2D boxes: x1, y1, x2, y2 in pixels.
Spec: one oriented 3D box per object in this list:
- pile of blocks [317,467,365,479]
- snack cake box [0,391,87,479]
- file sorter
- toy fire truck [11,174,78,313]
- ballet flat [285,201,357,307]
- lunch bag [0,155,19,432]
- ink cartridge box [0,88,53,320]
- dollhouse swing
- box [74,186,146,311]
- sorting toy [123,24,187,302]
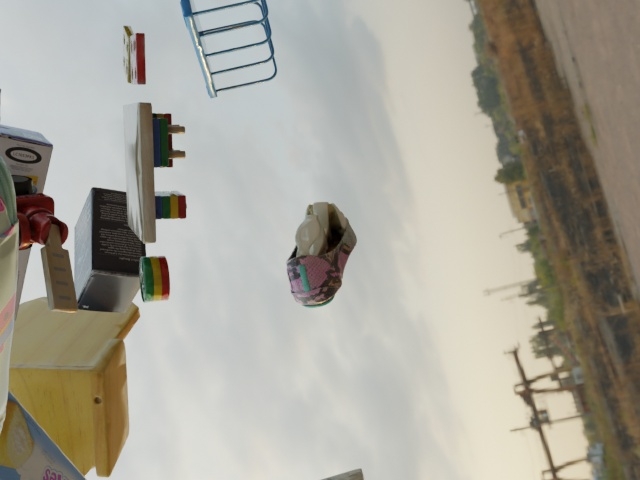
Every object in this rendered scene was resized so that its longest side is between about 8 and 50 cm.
[{"bbox_3d":[0.090,0.172,0.269,0.149,0.362,0.112,-40,-62,-51],"label":"pile of blocks"},{"bbox_3d":[-0.364,0.249,0.703,0.089,0.152,0.264,-94,-17,-56],"label":"snack cake box"},{"bbox_3d":[-0.123,-0.295,0.891,0.170,0.105,0.118,84,171,-68],"label":"file sorter"},{"bbox_3d":[-0.478,0.009,1.010,0.217,0.246,0.158,-12,-65,-50],"label":"toy fire truck"},{"bbox_3d":[0.000,0.000,0.815,0.221,0.077,0.079,-71,-30,-66],"label":"ballet flat"},{"bbox_3d":[-0.303,0.039,0.388,0.108,0.224,0.279,-79,3,-65],"label":"lunch bag"},{"bbox_3d":[-0.631,-0.074,1.159,0.270,0.151,0.395,9,-77,-35],"label":"ink cartridge box"},{"bbox_3d":[-0.575,0.312,1.486,0.305,0.347,0.315,-56,-35,-79],"label":"dollhouse swing"},{"bbox_3d":[-0.429,0.021,1.369,0.108,0.153,0.207,8,-126,-31],"label":"box"},{"bbox_3d":[-0.171,-0.082,0.693,0.132,0.046,0.274,-158,66,-66],"label":"sorting toy"}]
